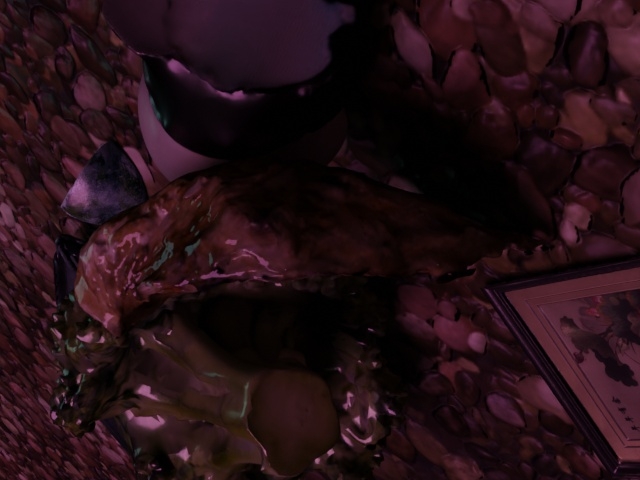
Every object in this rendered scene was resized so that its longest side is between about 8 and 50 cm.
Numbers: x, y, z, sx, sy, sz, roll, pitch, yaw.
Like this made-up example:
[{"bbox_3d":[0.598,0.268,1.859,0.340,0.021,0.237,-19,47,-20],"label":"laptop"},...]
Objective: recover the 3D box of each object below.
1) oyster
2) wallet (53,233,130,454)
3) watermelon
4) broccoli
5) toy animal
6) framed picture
[{"bbox_3d":[-0.002,-0.003,0.637,0.166,0.294,0.094,151,112,-67],"label":"oyster"},{"bbox_3d":[-0.220,0.151,1.176,0.237,0.075,0.342,42,150,17],"label":"wallet"},{"bbox_3d":[-0.206,-0.059,0.965,0.085,0.085,0.061,63,173,-25],"label":"watermelon"},{"bbox_3d":[-0.065,0.095,0.791,0.260,0.288,0.235,129,134,-56],"label":"broccoli"},{"bbox_3d":[-0.058,-0.109,0.663,0.166,0.138,0.179,46,156,18],"label":"toy animal"},{"bbox_3d":[0.225,0.091,0.673,0.195,0.010,0.199,54,146,-13],"label":"framed picture"}]
